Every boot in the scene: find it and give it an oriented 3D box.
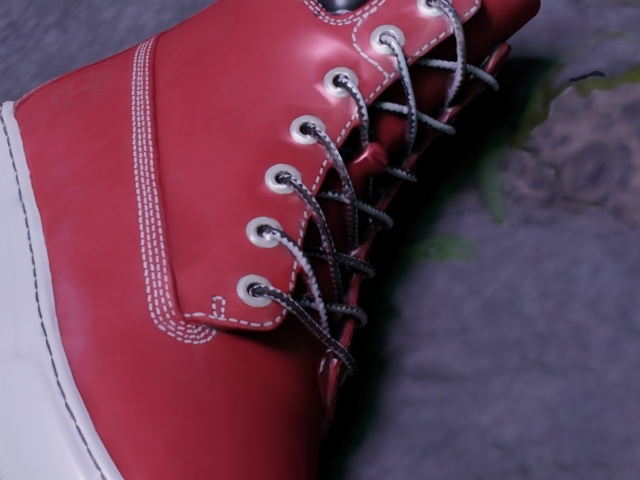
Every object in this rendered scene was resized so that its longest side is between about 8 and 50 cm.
[{"bbox_3d":[0.000,0.000,0.405,0.176,0.088,0.244,-32,42,4],"label":"boot"}]
